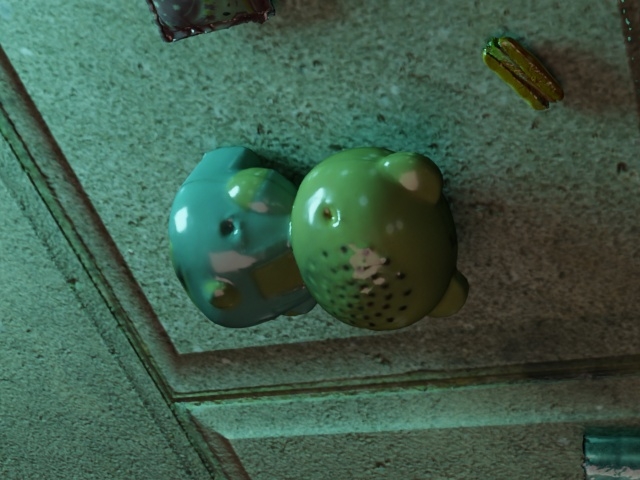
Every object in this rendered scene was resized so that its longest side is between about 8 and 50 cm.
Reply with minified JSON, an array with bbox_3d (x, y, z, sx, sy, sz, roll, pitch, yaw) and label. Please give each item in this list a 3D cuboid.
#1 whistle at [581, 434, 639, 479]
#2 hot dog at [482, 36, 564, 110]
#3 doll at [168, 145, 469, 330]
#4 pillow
[{"bbox_3d":[0.440,0.243,0.939,0.312,0.062,0.062,-1,127,18],"label":"whistle"},{"bbox_3d":[0.171,-0.143,0.745,0.083,0.021,0.037,42,138,-18],"label":"hot dog"},{"bbox_3d":[0.000,0.000,0.820,0.260,0.162,0.177,-2,125,22],"label":"doll"},{"bbox_3d":[-0.118,-0.256,0.733,0.118,0.043,0.185,-10,127,17],"label":"pillow"}]
